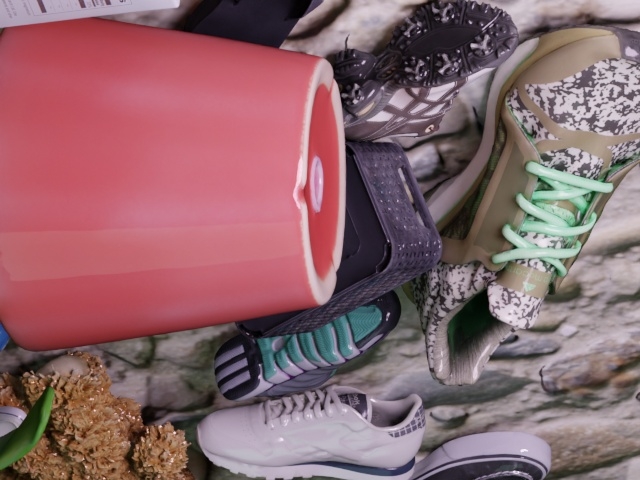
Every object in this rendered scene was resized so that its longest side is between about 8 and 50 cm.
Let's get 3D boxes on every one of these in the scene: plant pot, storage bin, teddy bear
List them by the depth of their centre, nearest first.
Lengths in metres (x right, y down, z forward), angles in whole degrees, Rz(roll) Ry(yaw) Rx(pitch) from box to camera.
[{"bbox_3d":[-0.113,-0.047,1.562,0.243,0.275,0.275,1,142,11],"label":"plant pot"},{"bbox_3d":[0.000,0.000,1.741,0.180,0.122,0.084,-30,165,32],"label":"storage bin"},{"bbox_3d":[-0.239,0.231,2.063,0.245,0.113,0.338,-4,141,9],"label":"teddy bear"}]

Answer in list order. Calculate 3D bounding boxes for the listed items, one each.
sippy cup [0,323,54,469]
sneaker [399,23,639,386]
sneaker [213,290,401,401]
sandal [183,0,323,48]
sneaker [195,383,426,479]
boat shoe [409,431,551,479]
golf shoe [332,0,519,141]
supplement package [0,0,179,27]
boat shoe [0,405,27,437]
[{"bbox_3d":[-0.397,0.090,1.811,0.305,0.240,0.224,5,137,-48],"label":"sippy cup"},{"bbox_3d":[0.189,-0.013,1.697,0.158,0.182,0.410,12,140,-15],"label":"sneaker"},{"bbox_3d":[0.003,0.096,1.939,0.224,0.083,0.098,-24,157,34],"label":"sneaker"},{"bbox_3d":[-0.031,-0.203,1.556,0.097,0.054,0.254,14,140,-17],"label":"sandal"},{"bbox_3d":[-0.010,0.188,2.046,0.235,0.090,0.094,3,129,-10],"label":"sneaker"},{"bbox_3d":[0.119,0.301,2.156,0.306,0.105,0.113,-23,136,27],"label":"boat shoe"},{"bbox_3d":[0.086,-0.135,1.641,0.198,0.077,0.094,-18,149,31],"label":"golf shoe"},{"bbox_3d":[-0.238,-0.277,1.344,0.263,0.199,0.198,-6,141,7],"label":"supplement package"},{"bbox_3d":[-0.330,0.192,1.964,0.100,0.035,0.035,-17,125,31],"label":"boat shoe"}]
